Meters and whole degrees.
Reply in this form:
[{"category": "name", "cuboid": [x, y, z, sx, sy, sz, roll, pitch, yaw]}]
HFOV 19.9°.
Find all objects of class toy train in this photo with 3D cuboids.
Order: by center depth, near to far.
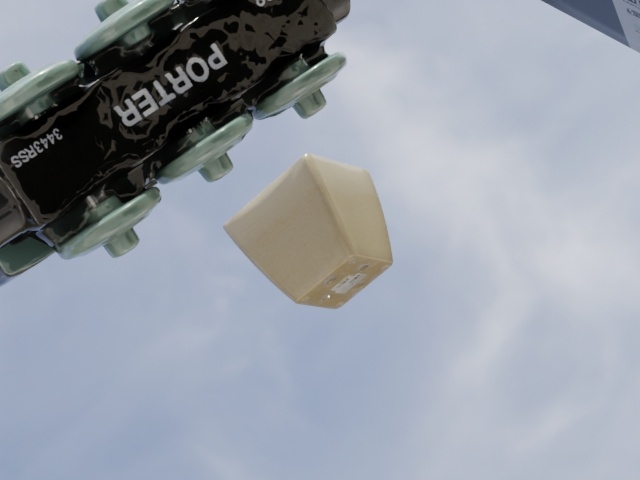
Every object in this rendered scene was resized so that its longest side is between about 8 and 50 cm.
[{"category": "toy train", "cuboid": [-0.128, -0.087, 1.239, 0.334, 0.190, 0.142, -38, -82, -30]}]

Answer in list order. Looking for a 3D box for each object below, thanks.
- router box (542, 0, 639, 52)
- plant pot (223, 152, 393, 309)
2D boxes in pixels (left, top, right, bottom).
[{"category": "router box", "cuboid": [0.157, -0.222, 0.830, 0.243, 0.309, 0.081, -53, -29, -8]}, {"category": "plant pot", "cuboid": [0.000, 0.000, 1.616, 0.109, 0.096, 0.109, -40, -26, 22]}]
